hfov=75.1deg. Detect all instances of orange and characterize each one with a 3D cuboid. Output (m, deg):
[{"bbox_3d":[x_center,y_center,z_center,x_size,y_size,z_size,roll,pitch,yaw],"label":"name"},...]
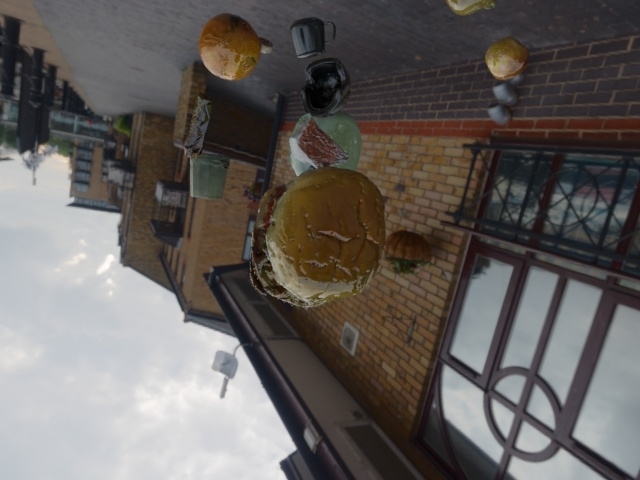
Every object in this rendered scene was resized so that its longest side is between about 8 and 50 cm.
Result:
[{"bbox_3d":[-0.360,-0.767,1.659,0.246,0.245,0.246,12,-170,-2],"label":"orange"}]

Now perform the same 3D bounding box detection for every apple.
[{"bbox_3d":[0.646,-0.627,1.431,0.147,0.146,0.146,12,-170,-2],"label":"apple"}]

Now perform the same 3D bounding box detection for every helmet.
[{"bbox_3d":[0.028,-0.449,1.248,0.153,0.176,0.107,15,-172,35],"label":"helmet"}]

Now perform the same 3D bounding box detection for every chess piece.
[{"bbox_3d":[-0.248,-0.854,1.820,0.084,0.038,0.083,17,-138,-16],"label":"chess piece"}]

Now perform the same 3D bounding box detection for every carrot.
[{"bbox_3d":[-0.423,-0.394,1.440,0.069,0.228,0.069,19,-150,-11],"label":"carrot"}]

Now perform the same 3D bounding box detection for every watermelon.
[{"bbox_3d":[-0.012,-0.238,1.098,0.158,0.098,0.121,42,177,-6],"label":"watermelon"}]

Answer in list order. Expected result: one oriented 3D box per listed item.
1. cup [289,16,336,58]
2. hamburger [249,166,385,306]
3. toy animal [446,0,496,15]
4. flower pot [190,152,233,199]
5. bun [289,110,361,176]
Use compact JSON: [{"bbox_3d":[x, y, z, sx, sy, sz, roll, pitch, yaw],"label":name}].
[{"bbox_3d":[-0.032,-0.985,2.026,0.223,0.176,0.169,-5,-162,12],"label":"cup"},{"bbox_3d":[0.000,0.000,0.718,0.245,0.244,0.163,3,176,-41],"label":"hamburger"},{"bbox_3d":[0.354,-0.685,1.064,0.281,0.195,0.169,19,146,-21],"label":"toy animal"},{"bbox_3d":[-0.515,-0.296,1.928,0.213,0.202,0.212,6,-172,-1],"label":"flower pot"},{"bbox_3d":[-0.001,-0.327,1.473,0.293,0.293,0.187,1,-160,-47],"label":"bun"}]
